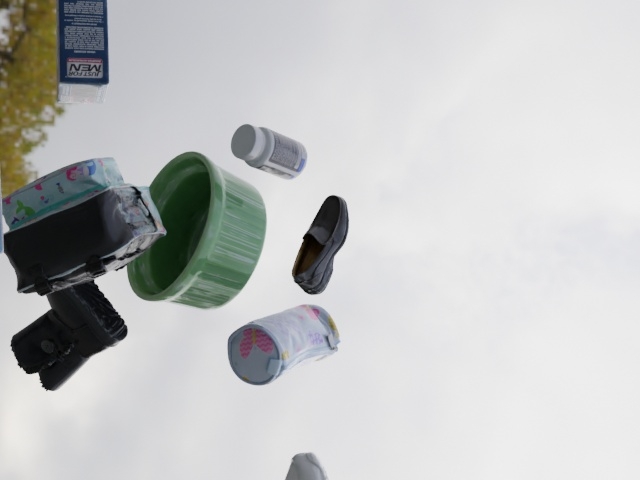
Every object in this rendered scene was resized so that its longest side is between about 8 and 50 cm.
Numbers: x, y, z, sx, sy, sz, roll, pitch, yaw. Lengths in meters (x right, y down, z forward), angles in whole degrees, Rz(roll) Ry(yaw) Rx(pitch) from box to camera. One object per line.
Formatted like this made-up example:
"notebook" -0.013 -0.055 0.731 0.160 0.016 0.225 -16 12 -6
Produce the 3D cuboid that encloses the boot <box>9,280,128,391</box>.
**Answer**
"boot" -0.488 0.132 1.742 0.207 0.094 0.247 -33 -84 22

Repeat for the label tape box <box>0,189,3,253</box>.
"label tape box" -0.465 -0.150 0.980 0.115 0.249 0.348 11 -76 57

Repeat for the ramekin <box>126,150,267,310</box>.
"ramekin" -0.239 -0.008 1.910 0.303 0.148 0.304 -28 -129 42

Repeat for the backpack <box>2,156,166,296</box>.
"backpack" -0.373 -0.024 1.551 0.225 0.253 0.191 -22 -94 12

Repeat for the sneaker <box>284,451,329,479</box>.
"sneaker" -0.053 0.328 1.014 0.090 0.115 0.232 -127 -133 -73

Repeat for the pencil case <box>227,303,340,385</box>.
"pencil case" -0.065 0.196 1.840 0.124 0.273 0.114 39 -71 19

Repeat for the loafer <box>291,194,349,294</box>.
"loafer" 0.000 0.000 1.563 0.062 0.061 0.170 3 -111 34

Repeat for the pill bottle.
"pill bottle" -0.095 -0.165 1.799 0.078 0.137 0.078 -13 -111 38

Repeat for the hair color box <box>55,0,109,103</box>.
"hair color box" -0.501 -0.476 2.040 0.174 0.105 0.348 162 -73 -74
